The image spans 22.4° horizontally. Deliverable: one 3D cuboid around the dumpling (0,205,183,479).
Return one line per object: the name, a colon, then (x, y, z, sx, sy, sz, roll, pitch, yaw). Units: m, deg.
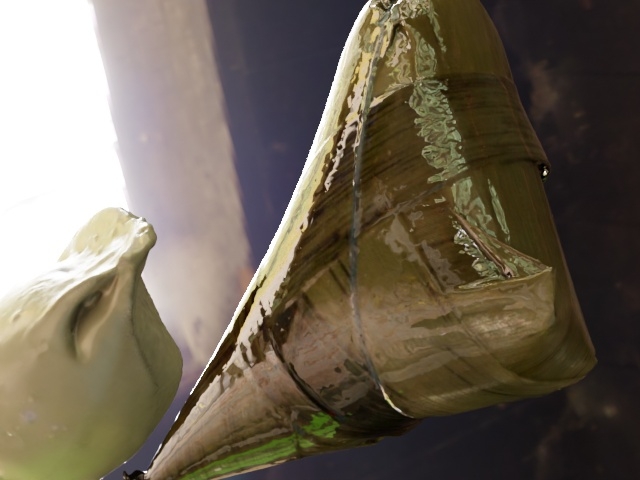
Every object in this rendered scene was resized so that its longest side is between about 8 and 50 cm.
dumpling: (-0.138, 0.061, 0.882, 0.111, 0.181, 0.155, 45, 7, -29)

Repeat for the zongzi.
zongzi: (0.000, 0.000, 0.810, 0.242, 0.112, 0.221, -21, -122, 19)
